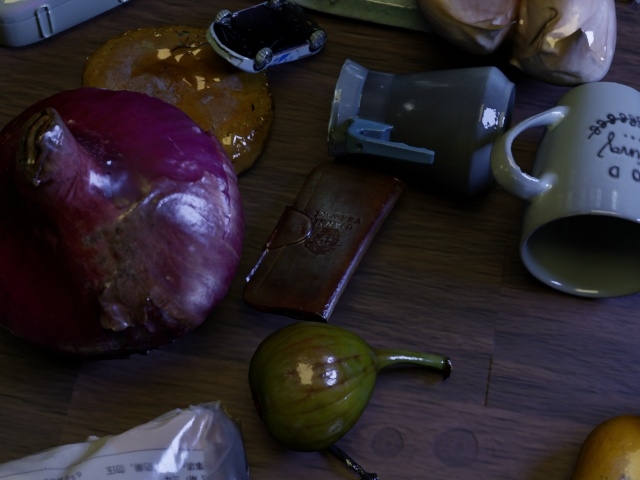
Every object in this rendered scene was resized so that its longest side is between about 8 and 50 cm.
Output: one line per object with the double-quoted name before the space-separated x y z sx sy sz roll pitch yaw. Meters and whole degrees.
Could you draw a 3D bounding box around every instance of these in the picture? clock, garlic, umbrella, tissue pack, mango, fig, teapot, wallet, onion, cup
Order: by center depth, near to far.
"tissue pack" -0.227 0.377 1.572 0.375 0.195 0.390 -9 63 -11
"onion" -0.270 -0.042 1.684 0.347 0.385 0.348 -4 67 9
"mango" 0.348 0.289 1.696 0.115 0.090 0.178 20 66 19
"fig" 0.042 0.151 1.732 0.259 0.151 0.151 -19 64 -18
"umbrella" 0.040 0.269 1.738 0.149 0.022 0.022 39 104 26
"cup" 0.322 -0.088 1.820 0.258 0.186 0.234 26 53 -25
"wallet" 0.000 0.000 1.839 0.137 0.031 0.255 13 50 23
"teapot" 0.125 -0.147 1.870 0.225 0.171 0.203 10 26 11
"garlic" 0.276 -0.339 1.945 0.286 0.249 0.313 19 63 -28
"clock" -0.402 -0.446 2.047 0.265 0.109 0.324 -27 66 -14

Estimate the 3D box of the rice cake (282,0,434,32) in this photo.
"rice cake" 0.027 -0.353 2.046 0.290 0.051 0.081 12 53 2

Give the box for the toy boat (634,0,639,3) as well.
"toy boat" 0.510 -0.349 2.076 0.122 0.034 0.096 32 65 5

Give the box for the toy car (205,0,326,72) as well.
"toy car" -0.075 -0.274 1.960 0.095 0.056 0.205 45 42 16

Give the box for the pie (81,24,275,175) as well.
"pie" -0.189 -0.191 1.940 0.273 0.069 0.273 6 59 -11
